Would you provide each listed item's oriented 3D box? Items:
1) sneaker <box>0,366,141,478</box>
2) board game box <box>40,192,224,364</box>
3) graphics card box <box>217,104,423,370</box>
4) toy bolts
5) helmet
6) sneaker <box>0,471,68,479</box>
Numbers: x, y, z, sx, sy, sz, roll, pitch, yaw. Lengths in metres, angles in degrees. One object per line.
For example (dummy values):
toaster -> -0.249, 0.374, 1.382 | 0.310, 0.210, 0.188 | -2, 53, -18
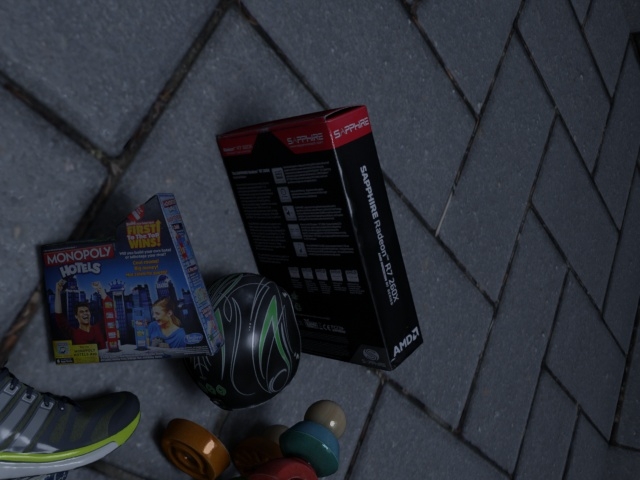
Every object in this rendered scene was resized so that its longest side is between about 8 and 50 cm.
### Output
sneaker -> -0.331, 0.186, 0.645 | 0.300, 0.111, 0.121 | 4, 85, -48
board game box -> -0.224, 0.043, 0.721 | 0.060, 0.194, 0.194 | -40, 125, -84
graphics card box -> 0.000, 0.000, 0.890 | 0.094, 0.233, 0.370 | -30, 111, -42
toy bolts -> -0.076, 0.280, 0.840 | 0.218, 0.229, 0.158 | 54, 43, -16
helmet -> -0.112, 0.130, 0.831 | 0.169, 0.169, 0.161 | -33, 119, -41
sneaker -> -0.342, 0.273, 0.670 | 0.052, 0.058, 0.135 | -63, 160, 9
